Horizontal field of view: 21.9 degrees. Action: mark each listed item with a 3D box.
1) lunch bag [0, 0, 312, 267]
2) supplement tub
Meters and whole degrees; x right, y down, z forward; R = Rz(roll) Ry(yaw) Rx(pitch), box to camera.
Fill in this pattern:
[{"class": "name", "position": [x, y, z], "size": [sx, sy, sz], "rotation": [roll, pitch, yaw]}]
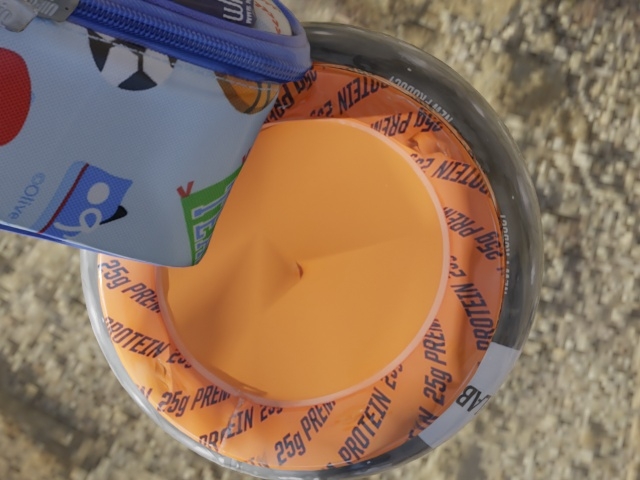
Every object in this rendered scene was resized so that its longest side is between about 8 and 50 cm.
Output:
[{"class": "lunch bag", "position": [-0.154, -0.111, 0.563], "size": [0.243, 0.303, 0.115], "rotation": [17, 109, -41]}, {"class": "supplement tub", "position": [0.000, 0.000, 0.814], "size": [0.207, 0.338, 0.207], "rotation": [0, 95, 3]}]
